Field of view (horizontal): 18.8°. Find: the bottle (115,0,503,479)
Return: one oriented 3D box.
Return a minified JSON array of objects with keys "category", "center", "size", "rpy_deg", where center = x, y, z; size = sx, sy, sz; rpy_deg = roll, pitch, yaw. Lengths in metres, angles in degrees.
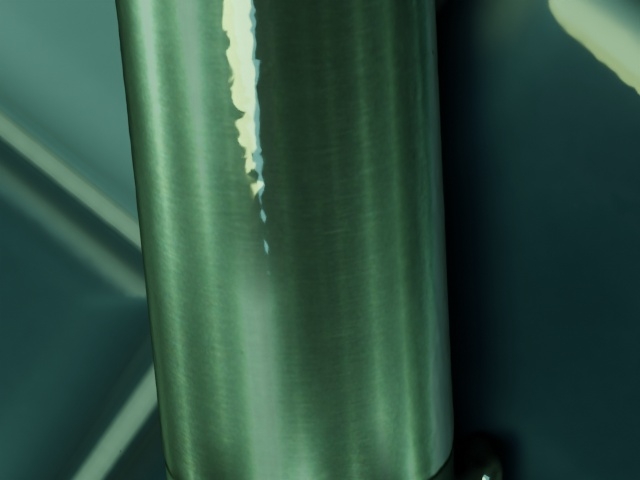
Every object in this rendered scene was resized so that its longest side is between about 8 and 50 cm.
[{"category":"bottle","center":[0.000,0.000,0.502],"size":[0.096,0.079,0.254],"rpy_deg":[-9,115,-13]}]
